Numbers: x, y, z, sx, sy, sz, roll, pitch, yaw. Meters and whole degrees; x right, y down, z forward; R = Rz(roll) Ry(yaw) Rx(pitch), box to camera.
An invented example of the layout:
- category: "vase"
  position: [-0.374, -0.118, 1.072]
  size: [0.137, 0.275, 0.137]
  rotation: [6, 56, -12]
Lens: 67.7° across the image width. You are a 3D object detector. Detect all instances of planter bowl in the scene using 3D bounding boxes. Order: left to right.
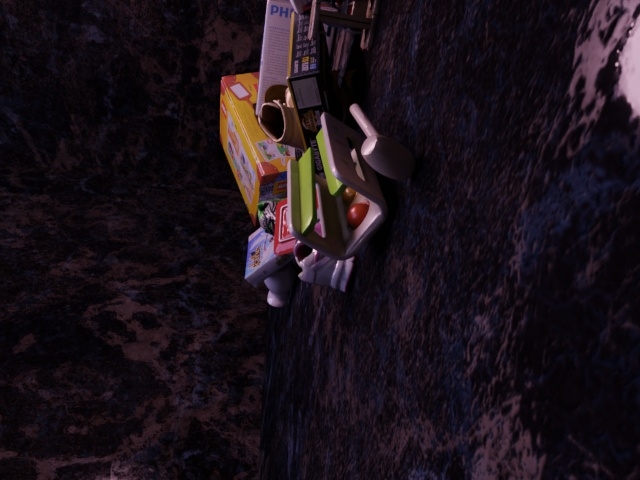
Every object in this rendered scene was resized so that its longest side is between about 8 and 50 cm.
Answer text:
- category: "planter bowl"
  position: [-0.102, -0.362, 1.464]
  size: [0.090, 0.217, 0.217]
  rotation: [-36, 42, 42]

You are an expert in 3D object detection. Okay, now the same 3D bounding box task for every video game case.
- category: "video game case"
  position: [-0.165, 0.007, 1.739]
  size: [0.244, 0.061, 0.269]
  rotation: [-38, 29, 19]

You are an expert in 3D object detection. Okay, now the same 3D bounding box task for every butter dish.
- category: "butter dish"
  position: [-0.029, -0.033, 1.222]
  size: [0.160, 0.118, 0.160]
  rotation: [-16, 62, 34]

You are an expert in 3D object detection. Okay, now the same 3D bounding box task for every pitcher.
- category: "pitcher"
  position: [-0.148, 0.132, 1.841]
  size: [0.207, 0.125, 0.178]
  rotation: [94, -166, -49]

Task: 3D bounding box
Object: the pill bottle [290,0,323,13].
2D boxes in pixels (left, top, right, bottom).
- category: "pill bottle"
  position: [0.008, -0.612, 1.085]
  size: [0.108, 0.193, 0.108]
  rotation: [62, -172, -16]

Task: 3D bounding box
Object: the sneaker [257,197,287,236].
- category: "sneaker"
  position: [-0.112, -0.037, 1.508]
  size: [0.343, 0.146, 0.134]
  rotation: [-132, 39, -59]

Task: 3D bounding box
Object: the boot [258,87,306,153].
- category: "boot"
  position: [-0.085, -0.349, 1.306]
  size: [0.095, 0.203, 0.262]
  rotation: [-31, 65, 32]

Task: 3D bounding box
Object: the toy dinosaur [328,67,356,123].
- category: "toy dinosaur"
  position: [0.058, -0.328, 1.089]
  size: [0.211, 0.064, 0.112]
  rotation: [-85, -14, -56]

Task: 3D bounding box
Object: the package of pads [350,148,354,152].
- category: "package of pads"
  position: [0.054, -0.153, 1.019]
  size: [0.050, 0.032, 0.083]
  rotation: [-125, 42, -80]

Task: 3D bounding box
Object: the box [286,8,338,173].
- category: "box"
  position: [-0.011, -0.357, 1.132]
  size: [0.257, 0.079, 0.322]
  rotation: [71, -166, -47]

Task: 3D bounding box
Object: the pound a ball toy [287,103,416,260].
- category: "pound a ball toy"
  position: [0.056, -0.111, 0.780]
  size: [0.208, 0.136, 0.319]
  rotation: [-51, 24, 24]

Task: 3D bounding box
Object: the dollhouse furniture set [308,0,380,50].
- category: "dollhouse furniture set"
  position: [0.041, -0.484, 1.019]
  size: [0.184, 0.129, 0.129]
  rotation: [-109, 27, -67]

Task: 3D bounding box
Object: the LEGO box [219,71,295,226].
- category: "LEGO box"
  position: [-0.249, -0.370, 1.965]
  size: [0.372, 0.193, 0.500]
  rotation: [113, 137, -59]

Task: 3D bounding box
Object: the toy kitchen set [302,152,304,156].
- category: "toy kitchen set"
  position: [-0.014, -0.261, 1.391]
  size: [0.075, 0.068, 0.083]
  rotation: [118, 157, -65]

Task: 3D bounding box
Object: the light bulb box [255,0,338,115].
- category: "light bulb box"
  position: [-0.093, -0.647, 1.661]
  size: [0.358, 0.225, 0.361]
  rotation: [-99, 17, -58]

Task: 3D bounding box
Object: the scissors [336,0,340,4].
- category: "scissors"
  position: [0.023, -0.705, 1.358]
  size: [0.021, 0.109, 0.297]
  rotation: [-63, 17, 19]

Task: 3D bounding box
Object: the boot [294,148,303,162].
- category: "boot"
  position: [-0.050, -0.247, 1.593]
  size: [0.161, 0.083, 0.246]
  rotation: [158, 120, -86]

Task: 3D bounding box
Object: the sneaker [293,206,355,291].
- category: "sneaker"
  position: [0.000, 0.000, 0.993]
  size: [0.252, 0.111, 0.103]
  rotation: [-97, 16, -56]
